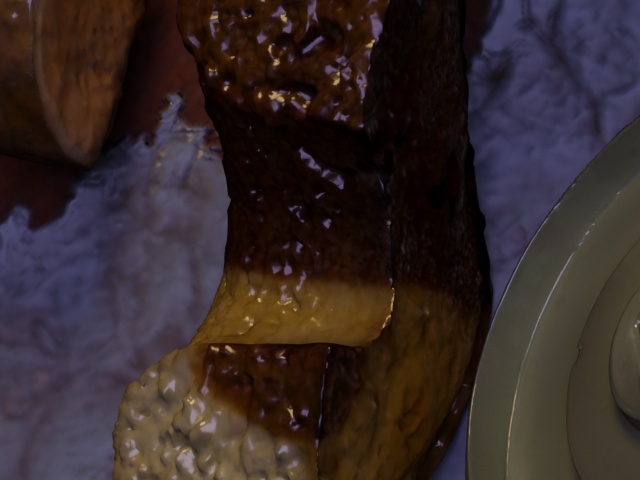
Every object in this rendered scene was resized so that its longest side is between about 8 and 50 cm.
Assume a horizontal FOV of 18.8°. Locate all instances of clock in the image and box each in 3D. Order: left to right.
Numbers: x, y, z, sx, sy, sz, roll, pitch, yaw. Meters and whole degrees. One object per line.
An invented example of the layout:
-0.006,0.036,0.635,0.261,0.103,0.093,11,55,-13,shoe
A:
0.139,0.037,0.718,0.029,0.235,0.235,26,83,-28,clock

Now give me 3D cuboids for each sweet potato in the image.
-0.238,-0.134,0.856,0.337,0.131,0.131,18,83,11,sweet potato

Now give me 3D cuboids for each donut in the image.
0.000,0.000,0.779,0.112,0.151,0.295,10,90,23,donut
